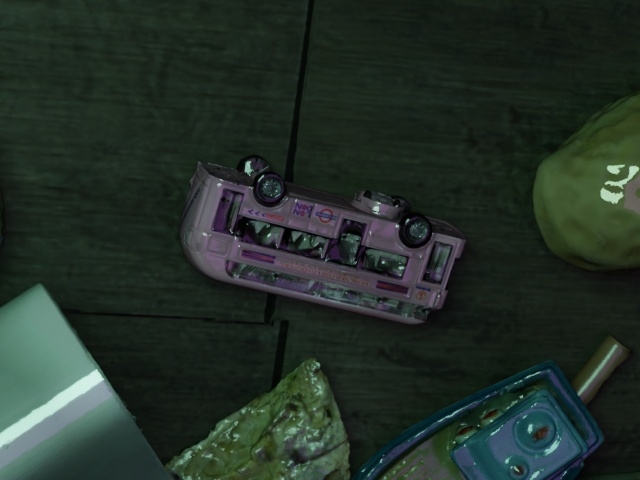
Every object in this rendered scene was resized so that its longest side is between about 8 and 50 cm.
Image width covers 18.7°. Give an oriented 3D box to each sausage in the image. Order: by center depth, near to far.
[{"bbox_3d":[0.196,0.122,1.509,0.026,0.026,0.116,41,90,-22],"label":"sausage"}]

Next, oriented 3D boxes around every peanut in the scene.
[{"bbox_3d":[0.304,-0.051,1.444,0.313,0.149,0.149,-6,105,-17],"label":"peanut"}]

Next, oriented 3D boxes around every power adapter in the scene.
[{"bbox_3d":[-0.241,0.165,1.294,0.255,0.124,0.187,-33,148,-7],"label":"power adapter"}]

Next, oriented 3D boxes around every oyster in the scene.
[{"bbox_3d":[-0.045,0.196,1.424,0.209,0.072,0.133,-41,109,-3],"label":"oyster"}]

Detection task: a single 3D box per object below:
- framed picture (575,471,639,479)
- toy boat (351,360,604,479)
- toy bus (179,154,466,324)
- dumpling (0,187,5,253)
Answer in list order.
[{"bbox_3d":[0.349,0.261,1.507,0.281,0.209,0.019,-3,143,-12],"label":"framed picture"},{"bbox_3d":[0.098,0.186,1.444,0.238,0.098,0.109,-34,92,-1],"label":"toy boat"},{"bbox_3d":[0.000,0.000,1.395,0.203,0.063,0.090,13,102,-19],"label":"toy bus"},{"bbox_3d":[-0.285,0.041,1.255,0.332,0.086,0.166,-53,149,-24],"label":"dumpling"}]
